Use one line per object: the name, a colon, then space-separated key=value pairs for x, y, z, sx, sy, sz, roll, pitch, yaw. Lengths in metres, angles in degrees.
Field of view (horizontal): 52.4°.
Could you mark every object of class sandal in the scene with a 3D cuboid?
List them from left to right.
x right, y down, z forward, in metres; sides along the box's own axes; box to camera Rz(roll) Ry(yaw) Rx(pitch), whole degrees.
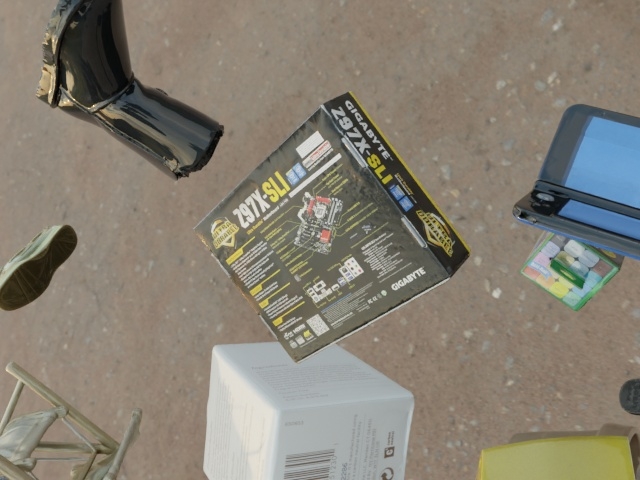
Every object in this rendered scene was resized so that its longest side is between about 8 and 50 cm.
sandal: x=0.473 y=0.202 z=0.846 sx=0.179 sy=0.040 sz=0.067 roll=-16 pitch=50 yaw=45

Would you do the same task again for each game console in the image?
game console: x=0.478 y=-0.089 z=0.994 sx=0.293 sy=0.250 sz=0.173 roll=20 pitch=112 yaw=24

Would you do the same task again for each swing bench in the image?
swing bench: x=-0.437 y=0.344 z=1.018 sx=0.253 sy=0.254 sz=0.165 roll=-127 pitch=60 yaw=-81

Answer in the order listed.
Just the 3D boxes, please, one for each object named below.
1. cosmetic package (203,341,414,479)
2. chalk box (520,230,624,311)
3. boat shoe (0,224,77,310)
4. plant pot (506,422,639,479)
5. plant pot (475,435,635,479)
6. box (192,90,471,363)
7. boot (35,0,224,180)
cosmetic package: x=-0.045 y=0.439 z=1.470 sx=0.393 sy=0.327 sz=0.329 roll=22 pitch=108 yaw=60
chalk box: x=0.478 y=0.031 z=1.227 sx=0.132 sy=0.213 sz=0.132 roll=38 pitch=131 yaw=11
boat shoe: x=-0.389 y=0.034 z=0.872 sx=0.048 sy=0.056 sz=0.153 roll=2 pitch=44 yaw=24
plant pot: x=0.481 y=0.474 z=1.262 sx=0.229 sy=0.263 sz=0.263 roll=1 pitch=76 yaw=37
plant pot: x=0.297 y=0.392 z=0.866 sx=0.187 sy=0.212 sz=0.212 roll=6 pitch=40 yaw=11
box: x=0.000 y=0.000 z=0.880 sx=0.322 sy=0.079 sz=0.257 roll=-37 pitch=89 yaw=41
boot: x=-0.197 y=-0.173 z=0.728 sx=0.246 sy=0.207 sz=0.094 roll=-33 pitch=31 yaw=57
